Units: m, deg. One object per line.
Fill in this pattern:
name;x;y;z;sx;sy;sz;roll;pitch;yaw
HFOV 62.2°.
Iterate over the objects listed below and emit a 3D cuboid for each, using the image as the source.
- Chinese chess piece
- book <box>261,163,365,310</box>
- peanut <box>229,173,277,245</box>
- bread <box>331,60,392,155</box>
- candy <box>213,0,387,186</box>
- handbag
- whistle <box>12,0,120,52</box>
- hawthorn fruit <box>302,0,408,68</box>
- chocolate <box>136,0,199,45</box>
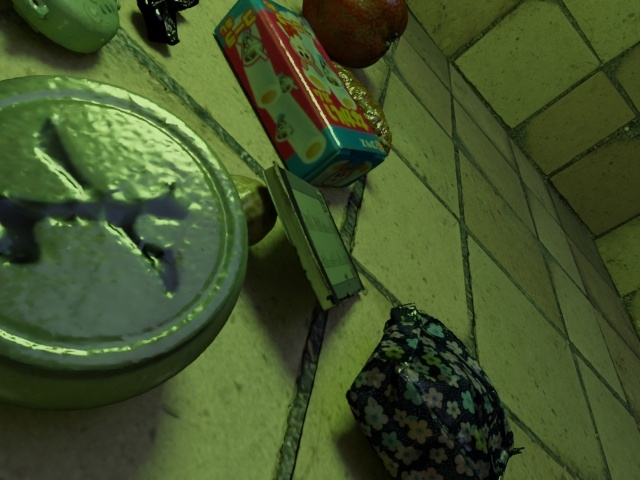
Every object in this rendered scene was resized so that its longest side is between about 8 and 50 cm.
Chinese chess piece;-0.164;-0.002;0.359;0.238;0.092;0.237;14;60;-26
book;-0.001;0.000;0.641;0.157;0.026;0.231;66;10;6
peanut;-0.111;-0.020;0.529;0.089;0.089;0.193;55;29;1
bread;0.041;-0.238;0.953;0.233;0.105;0.076;57;23;19
candy;-0.031;-0.234;0.852;0.157;0.100;0.305;-7;64;-58
handbag;0.128;0.192;0.604;0.228;0.127;0.208;55;23;2
whistle;-0.272;-0.287;0.596;0.126;0.067;0.258;53;22;-29
hawthorn fruit;0.061;-0.518;1.178;0.262;0.210;0.210;44;30;-2
chocolate;-0.208;-0.327;0.729;0.072;0.070;0.147;32;31;-26
